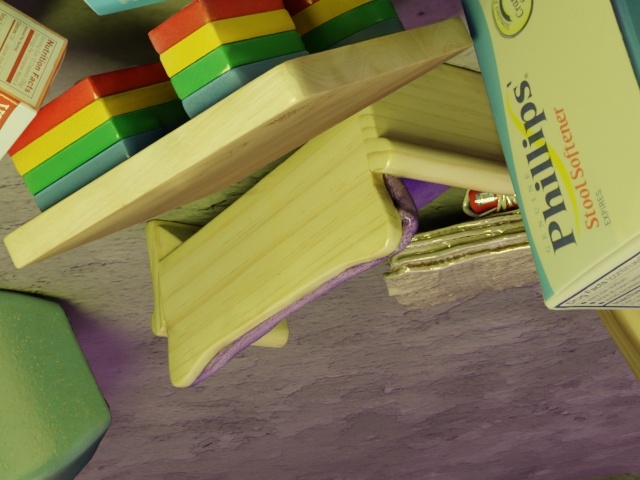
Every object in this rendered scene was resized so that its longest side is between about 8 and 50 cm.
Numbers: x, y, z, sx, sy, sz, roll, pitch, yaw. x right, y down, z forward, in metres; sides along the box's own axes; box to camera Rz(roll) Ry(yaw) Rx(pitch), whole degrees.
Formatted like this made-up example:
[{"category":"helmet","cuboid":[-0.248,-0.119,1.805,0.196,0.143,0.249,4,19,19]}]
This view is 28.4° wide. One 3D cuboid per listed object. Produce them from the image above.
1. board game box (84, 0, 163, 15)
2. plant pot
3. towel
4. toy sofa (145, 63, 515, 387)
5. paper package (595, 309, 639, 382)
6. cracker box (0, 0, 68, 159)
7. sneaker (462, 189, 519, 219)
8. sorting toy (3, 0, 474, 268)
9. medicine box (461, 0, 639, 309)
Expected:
[{"category":"board game box","cuboid":[0.001,-0.210,0.674,0.316,0.064,0.242,-12,177,3]},{"category":"plant pot","cuboid":[-0.365,0.190,1.317,0.252,0.247,0.248,-19,162,-27]},{"category":"towel","cuboid":[0.166,0.026,1.358,0.187,0.049,0.282,-12,168,9]},{"category":"toy sofa","cuboid":[0.000,0.000,1.114,0.150,0.177,0.362,8,150,-37]},{"category":"paper package","cuboid":[0.428,0.037,1.161,0.324,0.310,0.168,-31,157,4]},{"category":"cracker box","cuboid":[-0.286,-0.115,0.738,0.232,0.067,0.155,31,140,-20]},{"category":"sneaker","cuboid":[0.192,-0.050,1.258,0.067,0.042,0.118,2,156,-37]},{"category":"sorting toy","cuboid":[-0.064,-0.098,0.863,0.257,0.089,0.255,-27,180,33]},{"category":"medicine box","cuboid":[0.276,-0.096,0.904,0.289,0.264,0.149,3,153,-31]}]
